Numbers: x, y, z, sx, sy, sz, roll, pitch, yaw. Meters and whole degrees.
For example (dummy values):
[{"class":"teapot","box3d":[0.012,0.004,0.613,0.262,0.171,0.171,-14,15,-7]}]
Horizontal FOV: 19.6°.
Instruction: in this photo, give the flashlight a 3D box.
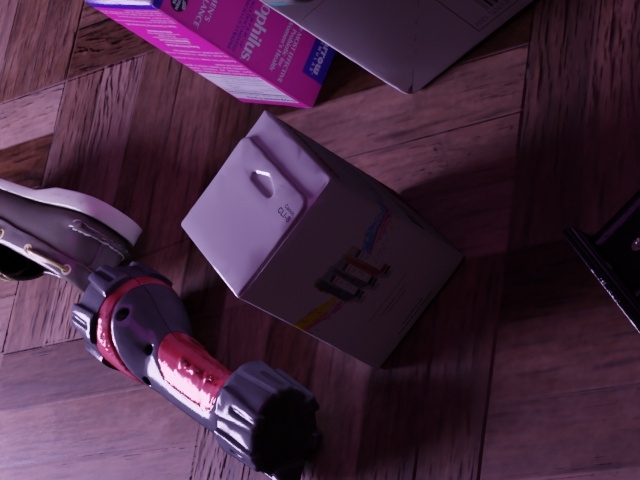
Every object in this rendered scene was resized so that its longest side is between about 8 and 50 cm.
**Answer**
[{"class":"flashlight","box3d":[-0.112,0.108,1.665,0.304,0.103,0.103,26,84,51]}]

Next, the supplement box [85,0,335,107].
[{"class":"supplement box","box3d":[-0.093,-0.222,1.753,0.114,0.220,0.111,11,75,47]}]

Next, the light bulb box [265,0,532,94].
[{"class":"light bulb box","box3d":[0.099,-0.396,1.655,0.358,0.225,0.361,-36,45,26]}]

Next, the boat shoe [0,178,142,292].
[{"class":"boat shoe","box3d":[-0.313,-0.005,1.934,0.305,0.109,0.091,10,69,44]}]

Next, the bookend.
[{"class":"bookend","box3d":[0.283,-0.001,1.345,0.157,0.072,0.156,-46,41,14]}]

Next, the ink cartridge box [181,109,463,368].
[{"class":"ink cartridge box","box3d":[0.000,0.000,1.554,0.127,0.176,0.128,-52,40,8]}]

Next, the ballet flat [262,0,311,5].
[{"class":"ballet flat","box3d":[-0.011,-0.286,1.483,0.068,0.072,0.213,-8,63,55]}]
